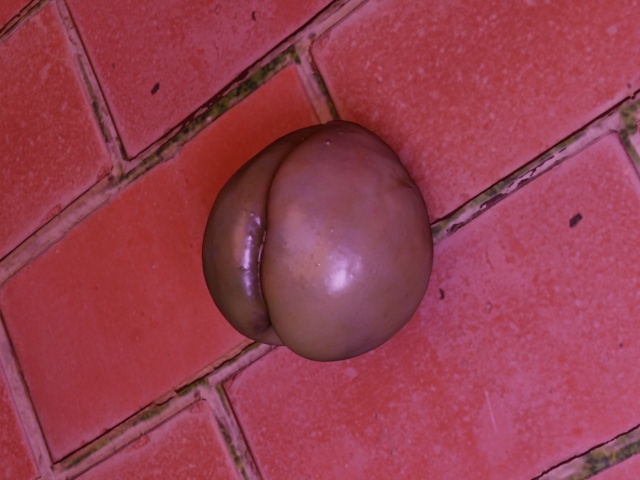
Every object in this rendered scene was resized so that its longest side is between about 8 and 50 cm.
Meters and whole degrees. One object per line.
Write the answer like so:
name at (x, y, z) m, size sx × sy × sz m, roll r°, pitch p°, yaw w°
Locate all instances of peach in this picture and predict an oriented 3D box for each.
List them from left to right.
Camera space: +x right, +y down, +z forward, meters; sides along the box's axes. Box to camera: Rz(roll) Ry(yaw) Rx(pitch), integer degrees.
peach at (-0.001, 0.000, 1.574) m, size 0.292 × 0.247 × 0.292 m, roll -28°, pitch 43°, yaw 31°
